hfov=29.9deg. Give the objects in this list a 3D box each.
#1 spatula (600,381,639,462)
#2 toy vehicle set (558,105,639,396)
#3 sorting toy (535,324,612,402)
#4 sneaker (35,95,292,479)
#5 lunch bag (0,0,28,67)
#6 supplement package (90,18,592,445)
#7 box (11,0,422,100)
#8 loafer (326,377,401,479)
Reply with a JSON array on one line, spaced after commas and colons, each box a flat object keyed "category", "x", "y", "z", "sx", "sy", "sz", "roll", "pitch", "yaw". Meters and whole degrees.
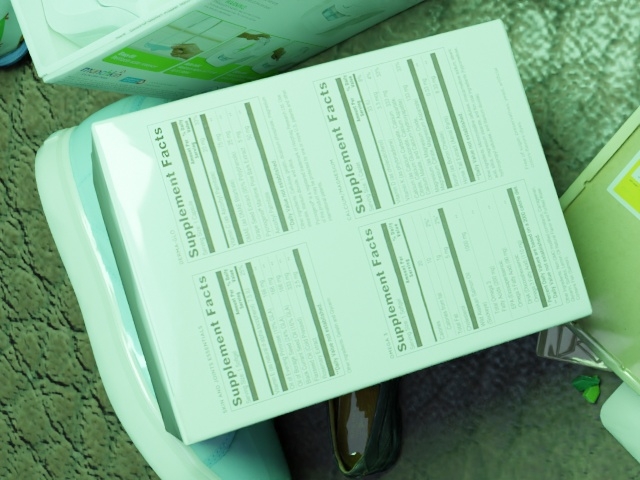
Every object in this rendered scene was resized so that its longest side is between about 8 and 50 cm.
[{"category": "spatula", "x": 0.338, "y": 0.148, "z": 0.839, "sx": 0.242, "sy": 0.019, "sz": 0.168, "roll": 42, "pitch": 100, "yaw": 12}, {"category": "toy vehicle set", "x": 0.264, "y": -0.021, "z": 0.794, "sx": 0.166, "sy": 0.035, "sz": 0.267, "roll": 46, "pitch": 121, "yaw": 15}, {"category": "sorting toy", "x": 0.192, "y": 0.077, "z": 0.888, "sx": 0.062, "sy": 0.012, "sz": 0.083, "roll": 10, "pitch": 93, "yaw": 14}, {"category": "sneaker", "x": -0.091, "y": 0.049, "z": 0.925, "sx": 0.150, "sy": 0.135, "sz": 0.366, "roll": -30, "pitch": 84, "yaw": 22}, {"category": "lunch bag", "x": -0.351, "y": -0.284, "z": 1.015, "sx": 0.303, "sy": 0.115, "sz": 0.243, "roll": 15, "pitch": 95, "yaw": 19}, {"category": "supplement package", "x": 0.000, "y": 0.000, "z": 0.800, "sx": 0.262, "sy": 0.199, "sz": 0.198, "roll": -16, "pitch": 87, "yaw": -12}, {"category": "box", "x": -0.053, "y": -0.198, "z": 0.831, "sx": 0.231, "sy": 0.262, "sz": 0.127, "roll": -24, "pitch": 84, "yaw": 20}, {"category": "loafer", "x": 0.031, "y": 0.099, "z": 0.921, "sx": 0.062, "sy": 0.061, "sz": 0.170, "roll": -7, "pitch": 90, "yaw": 21}]
